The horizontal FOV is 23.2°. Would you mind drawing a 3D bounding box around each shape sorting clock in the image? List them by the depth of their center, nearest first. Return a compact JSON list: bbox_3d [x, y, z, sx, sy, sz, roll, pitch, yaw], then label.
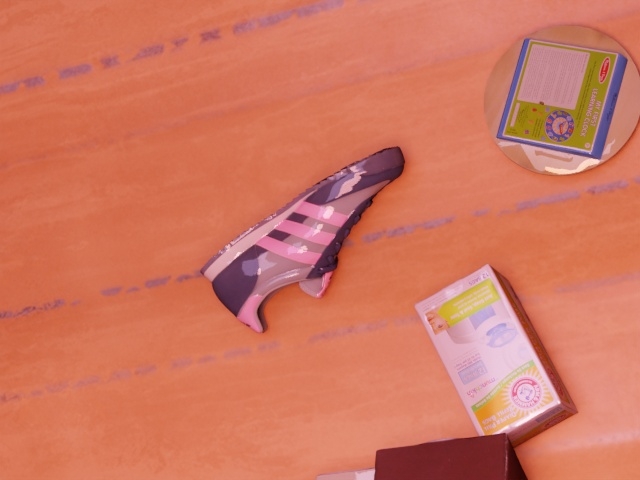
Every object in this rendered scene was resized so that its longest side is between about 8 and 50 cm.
[{"bbox_3d":[0.316,-0.182,2.030,0.206,0.040,0.206,-6,72,18],"label":"shape sorting clock"}]

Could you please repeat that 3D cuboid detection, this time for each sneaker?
[{"bbox_3d":[0.000,0.000,2.086,0.319,0.112,0.131,-35,85,13],"label":"sneaker"}]

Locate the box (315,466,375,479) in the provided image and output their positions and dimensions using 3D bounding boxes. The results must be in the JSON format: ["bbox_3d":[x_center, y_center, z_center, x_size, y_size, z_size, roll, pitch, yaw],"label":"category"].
[{"bbox_3d":[0.064,0.427,1.943,0.094,0.113,0.275,-10,75,18],"label":"box"}]

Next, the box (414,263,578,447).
[{"bbox_3d":[0.221,0.149,1.952,0.114,0.103,0.203,-30,69,12],"label":"box"}]

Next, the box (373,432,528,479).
[{"bbox_3d":[0.162,0.365,1.851,0.168,0.167,0.203,-10,46,19],"label":"box"}]
